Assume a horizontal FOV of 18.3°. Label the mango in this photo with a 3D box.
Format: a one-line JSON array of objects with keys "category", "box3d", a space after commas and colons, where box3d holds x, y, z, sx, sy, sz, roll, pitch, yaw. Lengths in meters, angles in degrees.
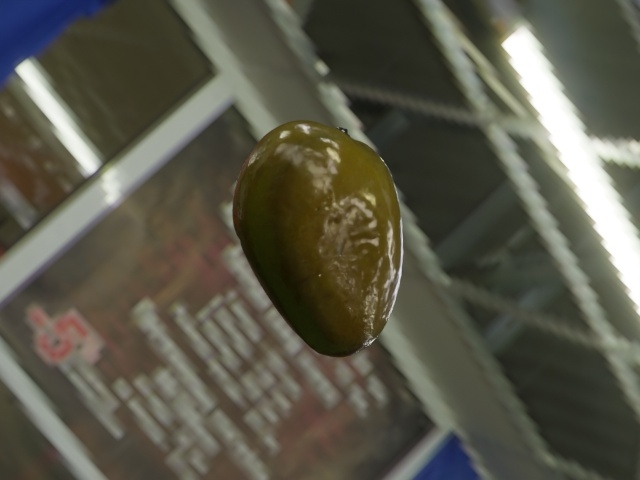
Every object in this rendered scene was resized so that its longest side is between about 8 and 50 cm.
[{"category": "mango", "box3d": [0.000, 0.000, 1.552, 0.098, 0.137, 0.195, 21, -55, 53]}]
